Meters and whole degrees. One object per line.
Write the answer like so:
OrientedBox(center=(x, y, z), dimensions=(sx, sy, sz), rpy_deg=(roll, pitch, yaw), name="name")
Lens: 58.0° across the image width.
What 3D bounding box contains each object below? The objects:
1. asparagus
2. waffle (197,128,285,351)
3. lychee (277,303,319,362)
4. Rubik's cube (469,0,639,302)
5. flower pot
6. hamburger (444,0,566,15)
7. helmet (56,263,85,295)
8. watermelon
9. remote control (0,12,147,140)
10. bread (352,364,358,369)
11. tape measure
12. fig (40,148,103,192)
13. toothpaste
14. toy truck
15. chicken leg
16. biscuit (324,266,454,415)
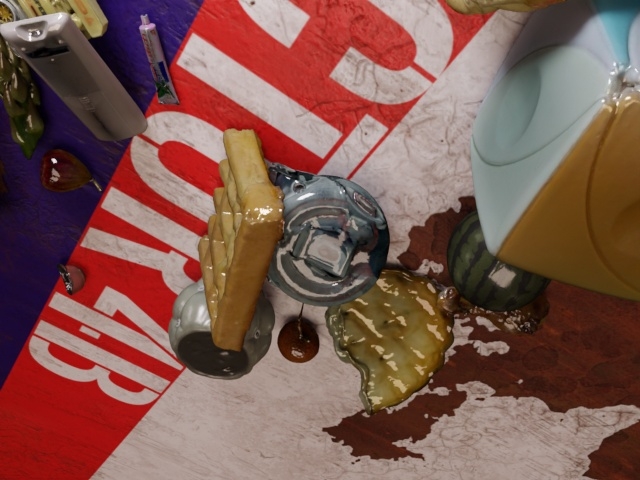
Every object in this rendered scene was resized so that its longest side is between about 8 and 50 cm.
OrientedBox(center=(-0.568, -0.281, 1.084), dimensions=(0.080, 0.080, 0.287), rpy_deg=(5, 137, 4), name="asparagus")
OrientedBox(center=(-0.159, -0.003, 1.098), dimensions=(0.077, 0.304, 0.348), rpy_deg=(5, 129, -21), name="waffle")
OrientedBox(center=(-0.057, 0.239, 1.401), dimensions=(0.101, 0.114, 0.140), rpy_deg=(-20, 149, 2), name="lychee")
OrientedBox(center=(0.447, -0.148, 0.840), dimensions=(0.352, 0.351, 0.347), rpy_deg=(15, 138, -5), name="Rubik's cube")
OrientedBox(center=(-0.223, 0.192, 1.329), dimensions=(0.246, 0.195, 0.246), rpy_deg=(3, 127, 5), name="flower pot")
OrientedBox(center=(0.264, -0.389, 0.716), dimensions=(0.330, 0.209, 0.162), rpy_deg=(6, 137, 42), name="hamburger")
OrientedBox(center=(-0.594, 0.086, 1.392), dimensions=(0.065, 0.049, 0.084), rpy_deg=(-3, 107, 53), name="helmet")
OrientedBox(center=(0.347, 0.030, 1.113), dimensions=(0.212, 0.212, 0.212), rpy_deg=(4, 128, 5), name="watermelon")
OrientedBox(center=(-0.410, -0.260, 1.000), dimensions=(0.109, 0.055, 0.313), rpy_deg=(-9, 159, 5), name="remote control")
OrientedBox(center=(0.114, 0.255, 1.402), dimensions=(0.128, 0.088, 0.232), rpy_deg=(-13, 127, 15), name="bread")
OrientedBox(center=(0.000, 0.000, 1.138), dimensions=(0.275, 0.147, 0.256), rpy_deg=(16, 108, -7), name="tape measure")
OrientedBox(center=(-0.510, -0.138, 1.195), dimensions=(0.125, 0.089, 0.089), rpy_deg=(11, 134, -34), name="fig")
OrientedBox(center=(-0.294, -0.321, 1.042), dimensions=(0.045, 0.028, 0.170), rpy_deg=(5, 132, 13), name="toothpaste")
OrientedBox(center=(-0.457, -0.430, 0.918), dimensions=(0.157, 0.124, 0.272), rpy_deg=(-10, 126, 16), name="toy truck")
OrientedBox(center=(0.376, 0.145, 1.264), dimensions=(0.251, 0.107, 0.087), rpy_deg=(9, 165, -3), name="chicken leg")
OrientedBox(center=(0.132, 0.222, 1.291), dimensions=(0.329, 0.078, 0.335), rpy_deg=(17, 90, -8), name="biscuit")
